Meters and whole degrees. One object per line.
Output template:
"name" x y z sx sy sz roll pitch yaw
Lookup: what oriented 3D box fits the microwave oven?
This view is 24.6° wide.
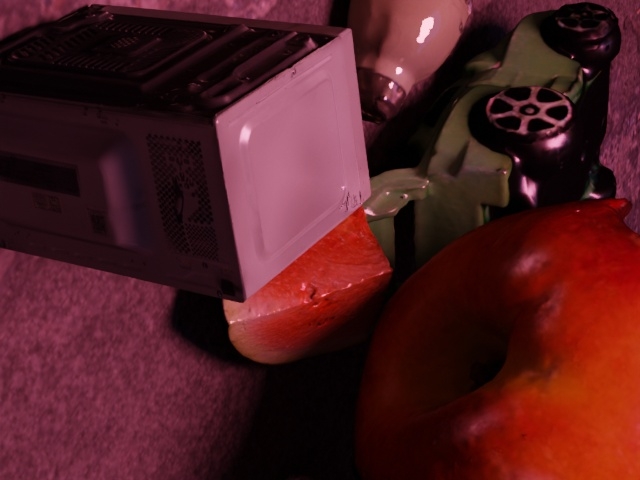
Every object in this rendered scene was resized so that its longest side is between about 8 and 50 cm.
"microwave oven" -0.097 -0.063 0.884 0.162 0.208 0.123 -39 130 -46

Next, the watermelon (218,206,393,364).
"watermelon" -0.018 0.002 1.144 0.193 0.137 0.145 13 49 -58

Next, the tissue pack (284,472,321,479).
"tissue pack" -0.014 0.397 1.217 0.344 0.125 0.242 -60 140 -29

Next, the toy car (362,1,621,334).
"toy car" 0.162 -0.066 1.325 0.359 0.176 0.213 -60 152 -44

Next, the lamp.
"lamp" 0.081 -0.209 1.220 0.101 0.101 0.250 49 58 -51

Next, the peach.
"peach" 0.184 0.172 1.130 0.310 0.335 0.406 -31 129 -4
